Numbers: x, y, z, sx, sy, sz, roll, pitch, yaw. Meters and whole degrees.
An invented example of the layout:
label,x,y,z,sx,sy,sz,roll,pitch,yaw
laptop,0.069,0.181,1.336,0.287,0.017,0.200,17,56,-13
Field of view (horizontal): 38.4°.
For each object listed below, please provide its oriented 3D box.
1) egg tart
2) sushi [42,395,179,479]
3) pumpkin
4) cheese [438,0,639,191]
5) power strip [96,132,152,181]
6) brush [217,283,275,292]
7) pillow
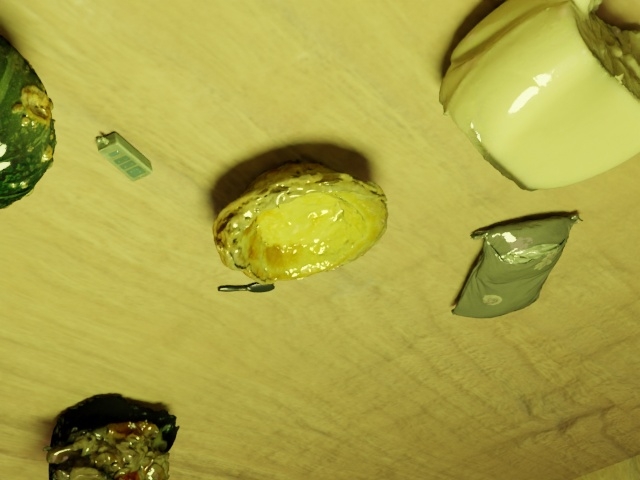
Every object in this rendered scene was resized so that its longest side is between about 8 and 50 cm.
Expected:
label,x,y,z,sx,sy,sz,roll,pitch,yaw
egg tart,-0.027,-0.028,1.090,0.213,0.090,0.212,-12,150,-7
sushi,-0.341,0.390,1.516,0.239,0.218,0.225,0,143,-25
pumpkin,-0.319,-0.102,0.782,0.190,0.146,0.190,-13,151,-7
cheese,0.257,-0.161,0.965,0.233,0.127,0.266,-34,147,24
power strip,-0.210,-0.089,0.980,0.027,0.017,0.083,-24,150,12
brush,-0.104,0.067,1.293,0.083,0.008,0.024,-1,149,-21
pillow,0.295,0.050,1.395,0.169,0.059,0.255,-12,149,-11
